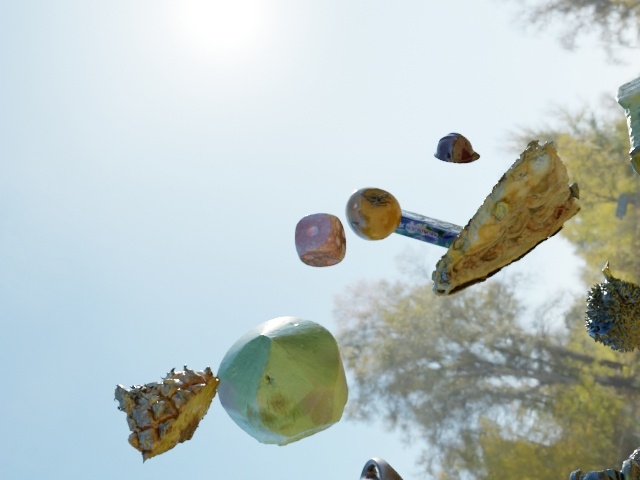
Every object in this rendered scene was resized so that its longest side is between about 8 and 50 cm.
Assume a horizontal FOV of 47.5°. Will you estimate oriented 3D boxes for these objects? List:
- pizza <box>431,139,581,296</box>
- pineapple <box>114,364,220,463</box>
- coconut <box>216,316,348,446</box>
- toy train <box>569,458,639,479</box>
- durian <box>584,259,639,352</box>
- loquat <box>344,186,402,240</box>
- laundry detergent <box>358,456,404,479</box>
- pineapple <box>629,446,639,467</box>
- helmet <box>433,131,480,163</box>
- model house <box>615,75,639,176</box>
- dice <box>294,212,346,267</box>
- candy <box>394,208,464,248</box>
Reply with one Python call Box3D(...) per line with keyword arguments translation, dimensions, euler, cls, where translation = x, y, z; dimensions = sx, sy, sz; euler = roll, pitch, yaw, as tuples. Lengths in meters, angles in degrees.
Box3D(translation=(0.484, -0.047, 1.727), dimensions=(0.392, 0.080, 0.434), euler=(-5, -42, -45), cls="pizza")
Box3D(translation=(-0.287, 0.279, 1.357), dimensions=(0.139, 0.164, 0.250), euler=(-60, -18, 15), cls="pineapple")
Box3D(translation=(-0.088, 0.330, 1.730), dimensions=(0.281, 0.329, 0.328), euler=(-77, -19, -45), cls="coconut")
Box3D(translation=(0.375, 0.350, 0.857), dimensions=(0.226, 0.090, 0.137), euler=(35, -138, -35), cls="toy train")
Box3D(translation=(0.704, 0.176, 1.721), dimensions=(0.138, 0.193, 0.237), euler=(-43, -73, -16), cls="durian")
Box3D(translation=(0.125, -0.065, 1.760), dimensions=(0.141, 0.141, 0.141), euler=(-37, -48, -56), cls="loquat")
Box3D(translation=(0.145, 0.566, 1.638), dimensions=(0.237, 0.076, 0.171), euler=(106, 151, -52), cls="laundry detergent")
Box3D(translation=(0.717, 0.496, 1.538), dimensions=(0.221, 0.083, 0.103), euler=(46, -114, -36), cls="pineapple")
Box3D(translation=(0.319, -0.224, 1.707), dimensions=(0.089, 0.111, 0.057), euler=(-32, -52, -40), cls="helmet")
Box3D(translation=(0.637, -0.217, 1.275), dimensions=(0.175, 0.194, 0.234), euler=(43, -142, -35), cls="model house")
Box3D(translation=(0.000, 0.000, 1.555), dimensions=(0.091, 0.094, 0.093), euler=(50, -144, -56), cls="dice")
Box3D(translation=(0.256, -0.034, 1.890), dimensions=(0.088, 0.312, 0.061), euler=(-7, -70, -43), cls="candy")
